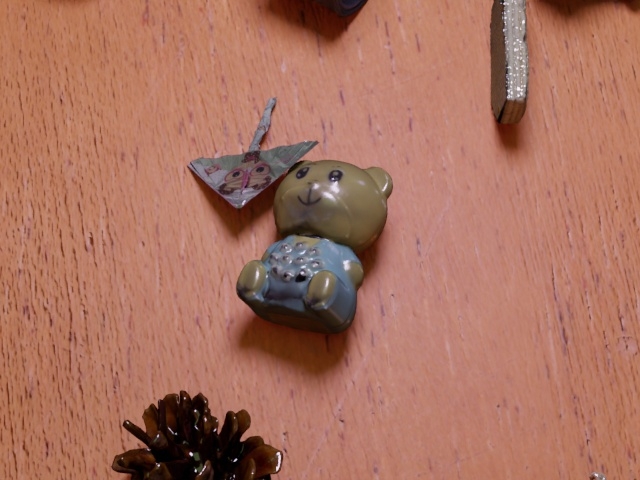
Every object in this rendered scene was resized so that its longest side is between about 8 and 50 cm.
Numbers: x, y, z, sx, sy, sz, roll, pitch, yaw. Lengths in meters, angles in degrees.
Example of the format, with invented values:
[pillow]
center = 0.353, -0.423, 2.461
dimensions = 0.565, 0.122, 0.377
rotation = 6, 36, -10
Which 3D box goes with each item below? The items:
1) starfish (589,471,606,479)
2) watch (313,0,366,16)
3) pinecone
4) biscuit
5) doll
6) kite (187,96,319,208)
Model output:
[starfish]
center = 0.382, 0.423, 1.506
dimensions = 0.150, 0.053, 0.210
rotation = 9, 67, -1
[watch]
center = 0.037, -0.552, 1.755
dimensions = 0.314, 0.335, 0.327
rotation = 26, 61, 10
[pinecone]
center = -0.180, 0.313, 1.481
dimensions = 0.228, 0.201, 0.202
rotation = -13, 37, 26
[biscuit]
center = 0.303, -0.301, 1.746
dimensions = 0.052, 0.150, 0.252
rotation = 2, 68, 3
[doll]
center = 0.000, 0.000, 1.622
dimensions = 0.177, 0.161, 0.261
rotation = 6, 68, 26
[kite]
center = -0.108, -0.141, 1.721
dimensions = 0.229, 0.012, 0.250
rotation = -5, 45, 21
